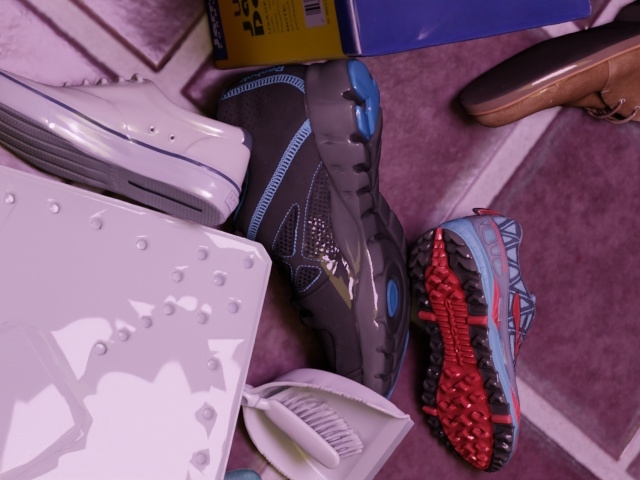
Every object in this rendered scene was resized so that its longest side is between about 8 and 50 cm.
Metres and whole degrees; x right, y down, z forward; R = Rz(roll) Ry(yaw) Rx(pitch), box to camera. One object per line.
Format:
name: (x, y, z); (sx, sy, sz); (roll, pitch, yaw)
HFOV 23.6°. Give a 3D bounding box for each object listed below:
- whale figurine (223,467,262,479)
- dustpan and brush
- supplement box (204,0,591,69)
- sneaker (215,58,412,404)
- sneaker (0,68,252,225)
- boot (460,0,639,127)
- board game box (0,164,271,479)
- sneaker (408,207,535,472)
whale figurine: (-0.116, 0.334, 1.348); (0.216, 0.141, 0.272); (13, 91, -20)
dustpan and brush: (-0.038, 0.153, 1.392); (0.211, 0.147, 0.060); (38, 43, 8)
supplement box: (0.037, -0.252, 1.240); (0.194, 0.356, 0.195); (-12, 99, -19)
sneaker: (0.000, 0.000, 1.393); (0.139, 0.125, 0.341); (-4, 109, 17)
sneaker: (-0.181, -0.099, 1.305); (0.258, 0.094, 0.091); (24, 65, -3)
boot: (0.278, -0.152, 1.478); (0.305, 0.112, 0.115); (-22, 112, -19)
board game box: (-0.266, 0.139, 1.260); (0.390, 0.050, 0.390); (17, 73, -15)
sneaker: (0.167, 0.095, 1.451); (0.125, 0.104, 0.262); (-28, 120, -40)
